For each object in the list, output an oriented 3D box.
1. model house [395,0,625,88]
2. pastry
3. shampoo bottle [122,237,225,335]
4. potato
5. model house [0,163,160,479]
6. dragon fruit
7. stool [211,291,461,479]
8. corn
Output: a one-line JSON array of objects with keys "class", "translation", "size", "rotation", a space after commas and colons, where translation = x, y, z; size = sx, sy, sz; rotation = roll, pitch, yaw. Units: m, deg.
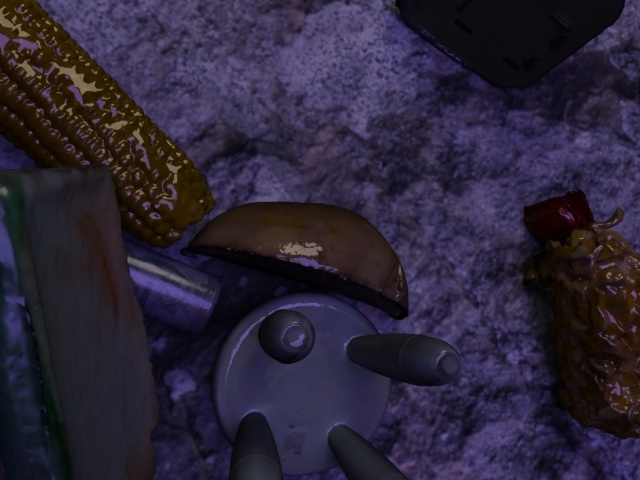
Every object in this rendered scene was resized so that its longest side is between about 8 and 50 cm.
[{"class": "model house", "translation": [0.252, -0.359, 0.928], "size": [0.204, 0.218, 0.279], "rotation": [34, 62, -12]}, {"class": "pastry", "translation": [0.316, 0.093, 0.901], "size": [0.102, 0.154, 0.250], "rotation": [-14, 99, -9]}, {"class": "shampoo bottle", "translation": [-0.206, 0.029, 0.783], "size": [0.213, 0.072, 0.072], "rotation": [23, 77, -14]}, {"class": "potato", "translation": [-0.002, -0.003, 0.830], "size": [0.261, 0.120, 0.100], "rotation": [18, 73, -16]}, {"class": "model house", "translation": [-0.309, 0.102, 0.646], "size": [0.279, 0.245, 0.313], "rotation": [-7, 99, 5]}, {"class": "dragon fruit", "translation": [0.317, 0.001, 0.956], "size": [0.097, 0.063, 0.131], "rotation": [-24, 91, -19]}, {"class": "stool", "translation": [0.001, 0.158, 0.754], "size": [0.195, 0.198, 0.196], "rotation": [13, 91, -14]}, {"class": "corn", "translation": [-0.254, -0.134, 0.761], "size": [0.363, 0.120, 0.120], "rotation": [42, 73, -10]}]
